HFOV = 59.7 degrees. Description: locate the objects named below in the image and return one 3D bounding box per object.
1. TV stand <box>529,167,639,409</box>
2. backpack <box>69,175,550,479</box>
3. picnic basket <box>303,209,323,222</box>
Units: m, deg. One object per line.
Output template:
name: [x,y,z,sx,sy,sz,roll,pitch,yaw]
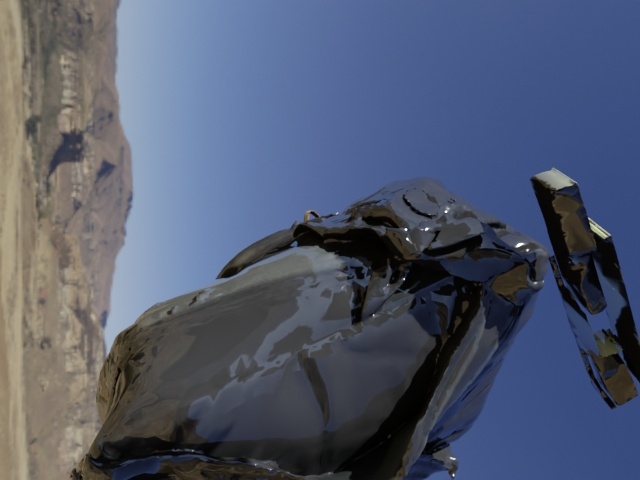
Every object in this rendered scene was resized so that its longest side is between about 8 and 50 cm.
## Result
TV stand: [0.226,0.046,0.463,0.249,0.042,0.036,59,9,-29]
backpack: [-0.004,0.137,0.513,0.255,0.445,0.363,49,-32,38]
picnic basket: [0.000,0.000,0.695,0.083,0.072,0.072,38,40,-63]
